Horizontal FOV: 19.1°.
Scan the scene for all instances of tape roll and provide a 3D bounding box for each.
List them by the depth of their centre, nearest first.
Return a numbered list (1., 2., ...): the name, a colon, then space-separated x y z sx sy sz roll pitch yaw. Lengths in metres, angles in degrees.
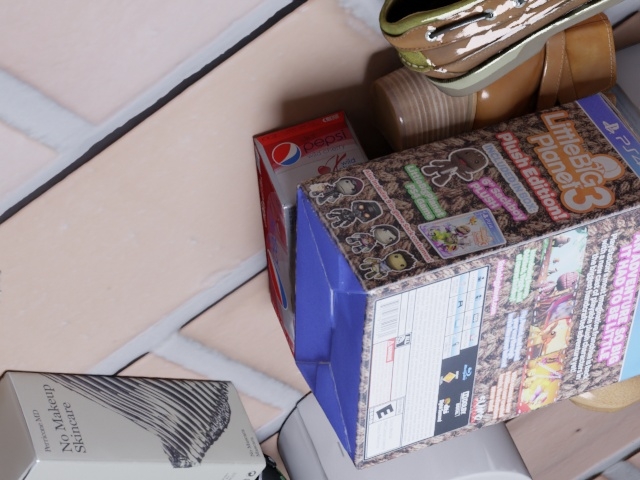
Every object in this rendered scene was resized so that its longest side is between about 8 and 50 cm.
1. tape roll: 0.094 0.253 2.089 0.246 0.169 0.246 -17 147 -11

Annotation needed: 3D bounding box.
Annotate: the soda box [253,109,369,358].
1. soda box: 0.000 0.000 1.738 0.092 0.083 0.263 -18 148 -10

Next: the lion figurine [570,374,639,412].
1. lion figurine: 0.351 0.105 1.979 0.392 0.240 0.142 -17 147 -11

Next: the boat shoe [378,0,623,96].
1. boat shoe: 0.183 -0.234 1.495 0.307 0.110 0.104 -41 137 14

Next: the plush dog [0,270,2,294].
1. plush dog: -0.399 0.097 1.523 0.211 0.262 0.225 33 112 -16

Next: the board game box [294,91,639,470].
1. board game box: 0.137 0.035 1.633 0.291 0.141 0.232 -16 139 -18

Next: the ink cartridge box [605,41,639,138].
1. ink cartridge box: 0.370 -0.014 1.760 0.129 0.223 0.307 -21 130 -5

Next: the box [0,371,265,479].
1. box: -0.198 0.202 1.876 0.275 0.113 0.094 6 136 -41

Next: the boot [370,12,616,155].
1. boot: 0.153 -0.087 1.717 0.220 0.109 0.283 -20 141 -14

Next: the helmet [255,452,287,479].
1. helmet: -0.103 0.311 2.050 0.169 0.169 0.161 -23 132 -3
